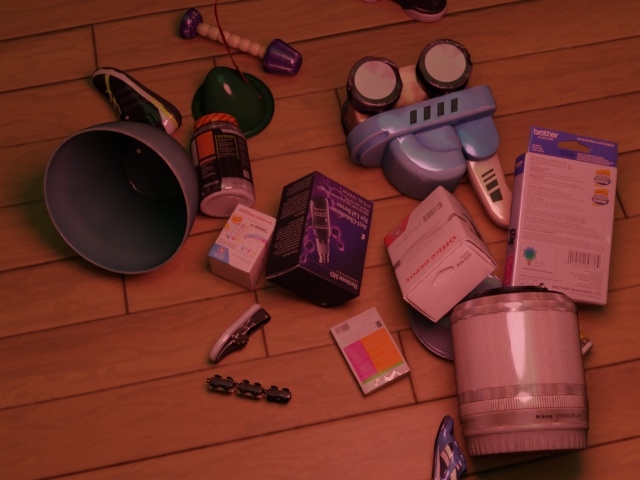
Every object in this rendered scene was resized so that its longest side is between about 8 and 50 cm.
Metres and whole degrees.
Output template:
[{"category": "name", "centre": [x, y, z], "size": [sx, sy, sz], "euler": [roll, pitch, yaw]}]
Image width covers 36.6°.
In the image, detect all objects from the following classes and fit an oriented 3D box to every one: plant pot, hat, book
[{"category": "plant pot", "centre": [-0.352, -0.108, 1.856], "size": [0.290, 0.290, 0.195], "euler": [15, 28, 9]}, {"category": "hat", "centre": [-0.196, -0.334, 1.989], "size": [0.173, 0.184, 0.208], "euler": [-41, 69, -17]}, {"category": "book", "centre": [0.091, 0.205, 1.798], "size": [0.096, 0.035, 0.144], "euler": [-25, 65, -7]}]

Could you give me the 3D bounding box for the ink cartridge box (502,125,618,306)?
[{"category": "ink cartridge box", "centre": [0.445, -0.043, 1.790], "size": [0.185, 0.065, 0.311], "euler": [9, 83, -9]}]

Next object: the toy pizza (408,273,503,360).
[{"category": "toy pizza", "centre": [0.265, 0.135, 1.829], "size": [0.201, 0.032, 0.201], "euler": [0, 64, 0]}]

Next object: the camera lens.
[{"category": "camera lens", "centre": [0.340, 0.226, 1.660], "size": [0.219, 0.219, 0.274], "euler": [-3, 75, 0]}]

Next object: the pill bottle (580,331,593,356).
[{"category": "pill bottle", "centre": [0.438, 0.176, 1.786], "size": [0.065, 0.065, 0.116], "euler": [-42, 69, -18]}]

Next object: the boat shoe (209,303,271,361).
[{"category": "boat shoe", "centre": [-0.149, 0.177, 1.808], "size": [0.040, 0.049, 0.142], "euler": [36, 67, 17]}]

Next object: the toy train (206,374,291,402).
[{"category": "toy train", "centre": [-0.130, 0.272, 1.766], "size": [0.158, 0.036, 0.027], "euler": [10, 60, 5]}]

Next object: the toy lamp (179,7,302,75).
[{"category": "toy lamp", "centre": [-0.169, -0.427, 2.096], "size": [0.274, 0.080, 0.080], "euler": [25, 66, 12]}]

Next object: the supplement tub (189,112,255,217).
[{"category": "supplement tub", "centre": [-0.198, -0.151, 1.936], "size": [0.116, 0.117, 0.191], "euler": [-9, 63, -3]}]

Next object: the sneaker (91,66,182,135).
[{"category": "sneaker", "centre": [-0.399, -0.278, 2.022], "size": [0.234, 0.084, 0.097], "euler": [30, 69, 15]}]

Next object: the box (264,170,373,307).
[{"category": "box", "centre": [0.000, 0.000, 1.823], "size": [0.153, 0.108, 0.207], "euler": [26, 59, -32]}]

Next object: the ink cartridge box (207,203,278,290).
[{"category": "ink cartridge box", "centre": [-0.141, 0.005, 1.870], "size": [0.092, 0.090, 0.143], "euler": [23, 66, 12]}]

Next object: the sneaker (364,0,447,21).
[{"category": "sneaker", "centre": [0.161, -0.591, 2.129], "size": [0.268, 0.153, 0.101], "euler": [26, 66, 14]}]

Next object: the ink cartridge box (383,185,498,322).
[{"category": "ink cartridge box", "centre": [0.214, 0.021, 1.764], "size": [0.158, 0.092, 0.218], "euler": [-44, 23, 17]}]

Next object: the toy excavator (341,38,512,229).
[{"category": "toy excavator", "centre": [0.287, -0.155, 1.904], "size": [0.432, 0.222, 0.445], "euler": [-16, 78, -8]}]

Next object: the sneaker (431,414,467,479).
[{"category": "sneaker", "centre": [0.228, 0.380, 1.696], "size": [0.059, 0.053, 0.144], "euler": [5, 72, 4]}]
